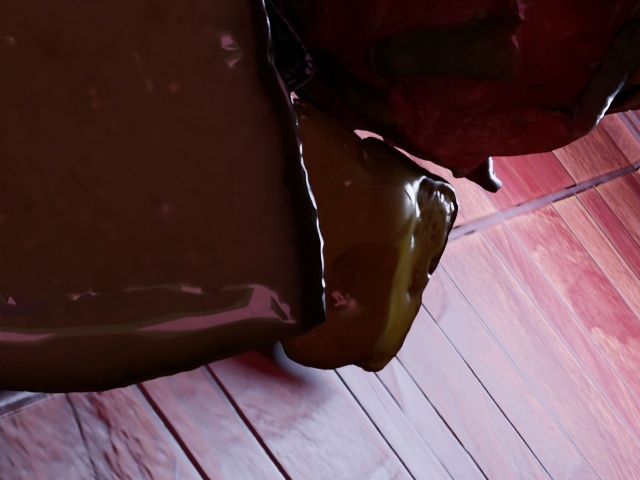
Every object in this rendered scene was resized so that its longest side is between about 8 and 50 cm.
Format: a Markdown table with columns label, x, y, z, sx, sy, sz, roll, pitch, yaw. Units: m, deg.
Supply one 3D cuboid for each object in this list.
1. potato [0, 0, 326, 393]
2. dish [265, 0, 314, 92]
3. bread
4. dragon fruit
| label | x | y | z | sx | sy | sz | roll | pitch | yaw |
| --- | --- | --- | --- | --- | --- | --- | --- | --- | --- |
| potato | -0.177 | -0.080 | 0.809 | 0.280 | 0.213 | 0.330 | -9 | 84 | -26 |
| dish | -0.143 | -0.148 | 1.157 | 0.243 | 0.182 | 0.080 | 56 | -19 | 15 |
| bread | 0.000 | 0.000 | 1.201 | 0.088 | 0.160 | 0.233 | 32 | 5 | 41 |
| dragon fruit | 0.106 | -0.166 | 1.229 | 0.303 | 0.237 | 0.231 | 11 | -6 | 28 |
